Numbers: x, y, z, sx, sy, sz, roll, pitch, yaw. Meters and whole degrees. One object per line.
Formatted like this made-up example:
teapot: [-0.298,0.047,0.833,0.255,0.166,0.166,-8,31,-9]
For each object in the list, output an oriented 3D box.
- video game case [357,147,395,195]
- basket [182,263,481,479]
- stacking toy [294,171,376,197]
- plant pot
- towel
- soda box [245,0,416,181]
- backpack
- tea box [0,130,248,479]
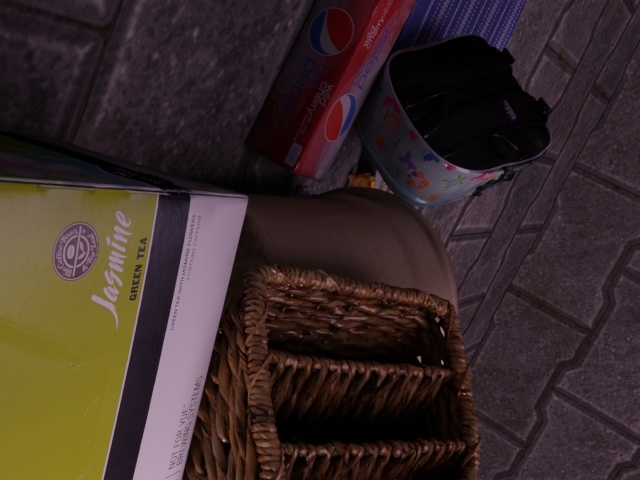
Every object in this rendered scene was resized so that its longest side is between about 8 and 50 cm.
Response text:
video game case: [0.147,-0.151,1.355,0.248,0.035,0.274,-37,148,-41]
basket: [0.030,0.180,0.721,0.299,0.213,0.223,15,118,-42]
stacking toy: [0.000,0.000,1.225,0.167,0.052,0.221,-20,136,-55]
plant pot: [-0.051,0.074,0.936,0.305,0.334,0.333,11,109,-54]
towel: [0.218,-0.353,1.210,0.336,0.040,0.243,14,104,-57]
soda box: [0.014,-0.210,0.966,0.263,0.083,0.092,-62,156,8]
backpack: [0.165,-0.158,1.070,0.253,0.225,0.191,-20,166,-45]
tea box: [-0.258,0.092,0.549,0.323,0.220,0.329,0,106,-62]
